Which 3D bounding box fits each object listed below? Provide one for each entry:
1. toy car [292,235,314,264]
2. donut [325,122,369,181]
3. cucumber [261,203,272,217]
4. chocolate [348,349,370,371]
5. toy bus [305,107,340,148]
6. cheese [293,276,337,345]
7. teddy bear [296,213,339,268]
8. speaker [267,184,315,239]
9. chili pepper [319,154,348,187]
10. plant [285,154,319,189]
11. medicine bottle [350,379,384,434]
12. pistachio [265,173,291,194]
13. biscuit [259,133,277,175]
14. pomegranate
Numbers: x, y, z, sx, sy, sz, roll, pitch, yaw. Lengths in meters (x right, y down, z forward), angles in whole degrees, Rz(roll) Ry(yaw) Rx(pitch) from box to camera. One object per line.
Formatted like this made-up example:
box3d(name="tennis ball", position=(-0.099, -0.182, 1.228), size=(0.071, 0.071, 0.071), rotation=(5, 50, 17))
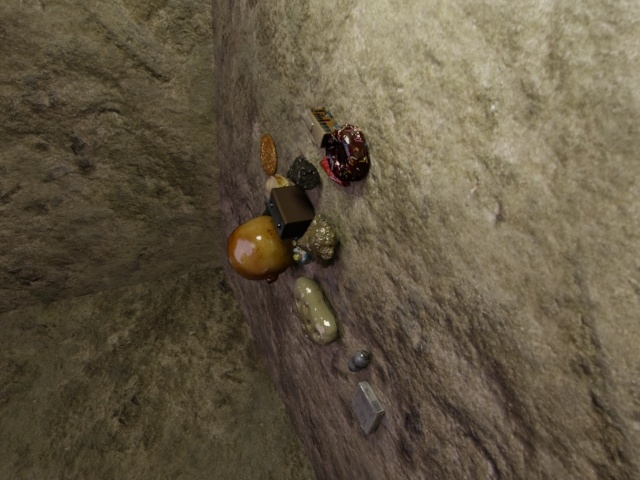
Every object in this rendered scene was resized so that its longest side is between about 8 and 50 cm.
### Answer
box3d(name="toy car", position=(-0.071, 0.040, 2.164), size=(0.098, 0.126, 0.162), rotation=(-22, 69, 43))
box3d(name="donut", position=(0.096, -0.337, 1.634), size=(0.235, 0.089, 0.235), rotation=(46, 147, 44))
box3d(name="cucumber", position=(-0.288, -0.173, 2.482), size=(0.359, 0.096, 0.096), rotation=(143, 113, -73))
box3d(name="chocolate", position=(0.172, 0.547, 1.888), size=(0.072, 0.072, 0.167), rotation=(65, 152, 28))
box3d(name="toy bus", position=(0.006, -0.475, 1.761), size=(0.182, 0.103, 0.091), rotation=(62, 150, 33))
box3d(name="cheese", position=(-0.020, 0.373, 2.157), size=(0.328, 0.129, 0.352), rotation=(-168, 67, -66))
box3d(name="teddy bear", position=(0.000, 0.000, 1.927), size=(0.256, 0.156, 0.268), rotation=(-16, 84, 64))
box3d(name="speaker", position=(-0.155, -0.148, 2.146), size=(0.153, 0.192, 0.231), rotation=(114, 139, -53))
box3d(name="chili pepper", position=(0.071, -0.288, 1.769), size=(0.088, 0.064, 0.169), rotation=(-46, 62, 31))
box3d(name="plant", position=(-0.085, -0.321, 1.979), size=(0.143, 0.131, 0.203), rotation=(-62, 26, 10))
box3d(name="medicine bottle", position=(0.211, 0.771, 1.925), size=(0.171, 0.052, 0.201), rotation=(56, 146, 41))
box3d(name="pistachio", position=(-0.231, -0.296, 2.341), size=(0.200, 0.117, 0.145), rotation=(26, 132, 52))
box3d(name="biscuit", position=(-0.321, -0.516, 2.532), size=(0.254, 0.035, 0.254), rotation=(39, 135, 54))
box3d(name="pomegranate", position=(-0.328, 0.059, 2.411), size=(0.416, 0.416, 0.417), rotation=(38, 134, 55))
